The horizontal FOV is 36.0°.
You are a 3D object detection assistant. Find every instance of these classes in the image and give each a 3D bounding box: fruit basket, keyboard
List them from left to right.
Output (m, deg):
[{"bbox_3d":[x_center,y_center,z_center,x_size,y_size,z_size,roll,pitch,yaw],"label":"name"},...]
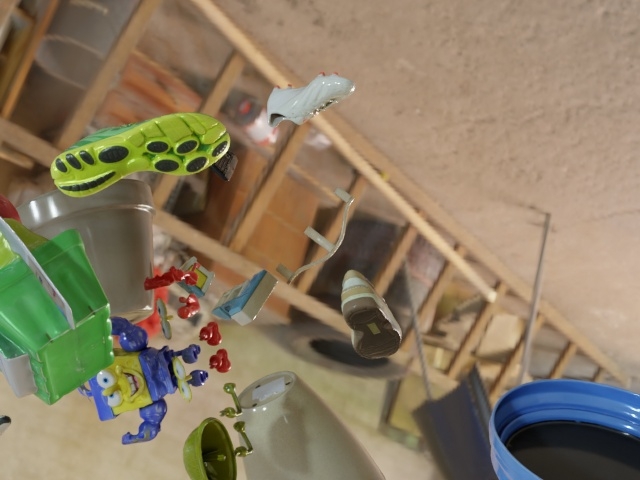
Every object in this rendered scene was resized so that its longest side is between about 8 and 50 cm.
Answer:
[{"bbox_3d":[-0.426,0.040,1.291,0.353,0.165,0.327,41,152,14],"label":"fruit basket"},{"bbox_3d":[-0.209,-0.184,2.035,0.100,0.038,0.192,38,-166,-11],"label":"keyboard"}]

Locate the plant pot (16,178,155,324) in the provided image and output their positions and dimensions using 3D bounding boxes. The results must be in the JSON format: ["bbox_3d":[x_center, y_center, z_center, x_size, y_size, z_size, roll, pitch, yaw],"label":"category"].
[{"bbox_3d":[-0.494,0.051,2.157,0.323,0.280,0.323,-17,168,-4],"label":"plant pot"}]

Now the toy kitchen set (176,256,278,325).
[{"bbox_3d":[-0.231,0.108,2.207,0.166,0.122,0.207,41,145,-14],"label":"toy kitchen set"}]

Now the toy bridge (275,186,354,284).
[{"bbox_3d":[0.000,0.000,1.690,0.063,0.188,0.026,36,178,5],"label":"toy bridge"}]

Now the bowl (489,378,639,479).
[{"bbox_3d":[0.455,0.349,1.548,0.391,0.077,0.391,7,-159,-3],"label":"bowl"}]

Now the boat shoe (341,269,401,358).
[{"bbox_3d":[0.066,0.096,1.312,0.068,0.072,0.190,-14,150,3],"label":"boat shoe"}]

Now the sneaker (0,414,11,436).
[{"bbox_3d":[-0.466,0.289,1.364,0.044,0.109,0.040,40,169,21],"label":"sneaker"}]

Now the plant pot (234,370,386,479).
[{"bbox_3d":[-0.046,0.392,1.851,0.256,0.256,0.274,-8,113,47],"label":"plant pot"}]

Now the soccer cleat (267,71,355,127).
[{"bbox_3d":[-0.017,-0.239,1.704,0.196,0.076,0.068,-5,159,44],"label":"soccer cleat"}]

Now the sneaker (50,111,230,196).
[{"bbox_3d":[-0.299,-0.159,1.632,0.296,0.123,0.109,-12,119,0],"label":"sneaker"}]

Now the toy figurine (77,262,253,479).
[{"bbox_3d":[-0.269,0.229,1.547,0.217,0.362,0.191,-12,-168,14],"label":"toy figurine"}]
